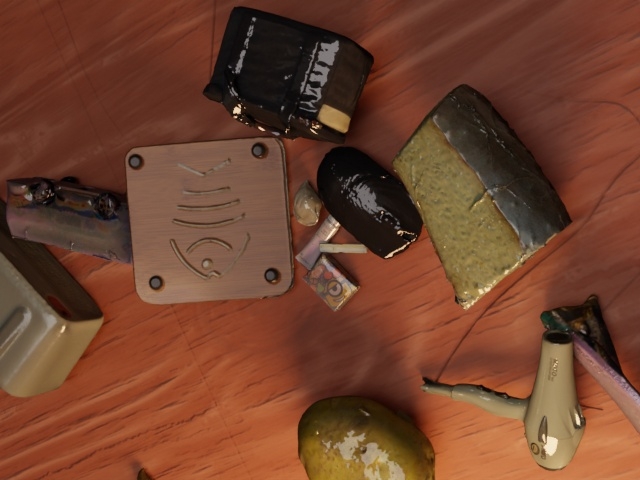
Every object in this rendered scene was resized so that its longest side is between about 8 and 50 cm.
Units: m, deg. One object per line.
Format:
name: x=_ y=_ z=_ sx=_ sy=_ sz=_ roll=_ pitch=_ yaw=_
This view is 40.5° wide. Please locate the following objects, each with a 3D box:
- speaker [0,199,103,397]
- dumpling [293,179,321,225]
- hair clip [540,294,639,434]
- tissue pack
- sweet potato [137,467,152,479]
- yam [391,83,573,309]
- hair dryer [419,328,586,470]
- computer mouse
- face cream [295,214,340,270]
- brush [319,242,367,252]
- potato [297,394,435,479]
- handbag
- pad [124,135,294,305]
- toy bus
speaker: x=-0.619 y=0.093 z=1.684 sx=0.406 sy=0.183 sz=0.184 roll=44 pitch=103 yaw=15
dumpling: x=-0.027 y=-0.059 z=1.487 sx=0.059 sy=0.043 sz=0.077 roll=-36 pitch=82 yaw=44
hair clip: x=0.454 y=0.233 z=1.257 sx=0.358 sy=0.096 sz=0.110 roll=59 pitch=143 yaw=18
tissue pack: x=0.020 y=0.071 z=1.477 sx=0.083 sy=0.035 sz=0.063 roll=47 pitch=110 yaw=16
sweet potato: x=-0.297 y=0.552 z=1.638 sx=0.069 sy=0.059 sz=0.249 roll=-33 pitch=76 yaw=2
yam: x=0.230 y=-0.075 z=1.288 sx=0.271 sy=0.201 sz=0.202 roll=54 pitch=132 yaw=7
hair dryer: x=0.287 y=0.207 z=1.317 sx=0.267 sy=0.092 sz=0.229 roll=28 pitch=127 yaw=21
computer mouse: x=0.075 y=-0.069 z=1.422 sx=0.217 sy=0.073 sz=0.122 roll=42 pitch=108 yaw=15
face cream: x=0.000 y=0.000 z=1.488 sx=0.038 sy=0.020 sz=0.115 roll=41 pitch=111 yaw=12
brush: x=0.039 y=0.013 z=1.469 sx=0.084 sy=0.013 sz=0.016 roll=0 pitch=99 yaw=14
potato: x=0.075 y=0.351 z=1.408 sx=0.228 sy=0.148 sz=0.197 roll=-2 pitch=106 yaw=25
handbag: x=-0.052 y=-0.258 z=1.411 sx=0.254 sy=0.181 sz=0.181 roll=23 pitch=95 yaw=22
pad: x=-0.193 y=-0.033 z=1.519 sx=0.287 sy=0.018 sz=0.284 roll=-4 pitch=92 yaw=4
toy bus: x=-0.443 y=-0.042 z=1.635 sx=0.317 sy=0.112 sz=0.138 roll=13 pitch=103 yaw=23
